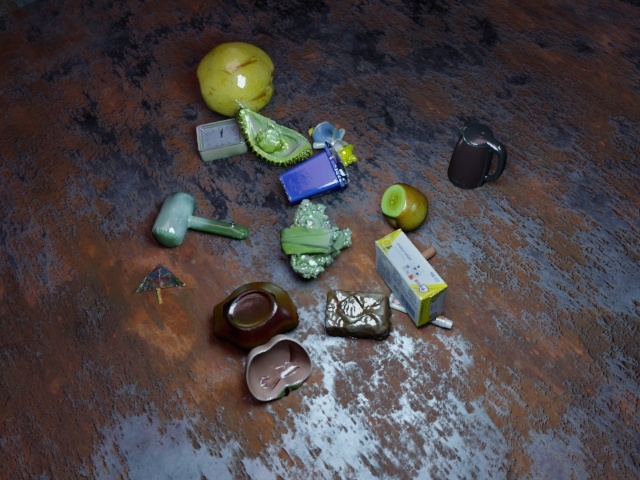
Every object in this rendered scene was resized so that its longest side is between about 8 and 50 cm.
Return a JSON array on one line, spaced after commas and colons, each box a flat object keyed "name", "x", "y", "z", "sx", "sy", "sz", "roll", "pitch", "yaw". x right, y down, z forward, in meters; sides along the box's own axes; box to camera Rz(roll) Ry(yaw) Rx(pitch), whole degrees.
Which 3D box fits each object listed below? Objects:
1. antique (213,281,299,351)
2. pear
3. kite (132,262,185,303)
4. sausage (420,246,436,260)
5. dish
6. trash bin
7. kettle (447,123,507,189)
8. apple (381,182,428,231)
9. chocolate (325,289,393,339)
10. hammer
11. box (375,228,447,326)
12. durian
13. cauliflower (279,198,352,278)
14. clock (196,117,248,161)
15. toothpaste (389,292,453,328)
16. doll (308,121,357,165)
[{"name": "antique", "x": -0.209, "y": 0.241, "z": 1.583, "sx": 0.277, "sy": 0.129, "sz": 0.224, "roll": -4, "pitch": 62, "yaw": 5}, {"name": "pear", "x": -0.341, "y": -0.649, "z": 2.020, "sx": 0.313, "sy": 0.314, "sz": 0.315, "roll": -2, "pitch": 60, "yaw": 3}, {"name": "kite", "x": -0.562, "y": 0.149, "z": 1.733, "sx": 0.189, "sy": 0.010, "sz": 0.159, "roll": -8, "pitch": 61, "yaw": 2}, {"name": "sausage", "x": 0.358, "y": 0.052, "z": 1.701, "sx": 0.083, "sy": 0.034, "sz": 0.034, "roll": -32, "pitch": 63, "yaw": -14}, {"name": "dish", "x": -0.139, "y": 0.372, "z": 1.504, "sx": 0.213, "sy": 0.214, "sz": 0.090, "roll": -30, "pitch": 29, "yaw": -12}, {"name": "trash bin", "x": -0.027, "y": -0.235, "z": 1.814, "sx": 0.234, "sy": 0.162, "sz": 0.184, "roll": -24, "pitch": 85, "yaw": 1}, {"name": "kettle", "x": 0.558, "y": -0.291, "z": 1.769, "sx": 0.144, "sy": 0.232, "sz": 0.202, "roll": -37, "pitch": 64, "yaw": -15}, {"name": "apple", "x": 0.292, "y": -0.112, "z": 1.728, "sx": 0.147, "sy": 0.163, "sz": 0.146, "roll": -55, "pitch": 27, "yaw": -12}, {"name": "chocolate", "x": 0.123, "y": 0.232, "z": 1.579, "sx": 0.213, "sy": 0.093, "sz": 0.149, "roll": 0, "pitch": 64, "yaw": 8}, {"name": "hammer", "x": -0.423, "y": -0.058, "z": 1.793, "sx": 0.335, "sy": 0.119, "sz": 0.207, "roll": 11, "pitch": 63, "yaw": 3}, {"name": "box", "x": 0.281, "y": 0.117, "z": 1.578, "sx": 0.097, "sy": 0.169, "sz": 0.265, "roll": -24, "pitch": 51, "yaw": -13}, {"name": "durian", "x": -0.181, "y": -0.400, "z": 1.909, "sx": 0.355, "sy": 0.170, "sz": 0.157, "roll": 32, "pitch": 40, "yaw": 9}, {"name": "cauliflower", "x": 0.000, "y": 0.000, "z": 1.631, "sx": 0.315, "sy": 0.239, "sz": 0.257, "roll": -3, "pitch": 49, "yaw": 56}, {"name": "clock", "x": -0.398, "y": -0.410, "z": 2.007, "sx": 0.191, "sy": 0.071, "sz": 0.147, "roll": -12, "pitch": 60, "yaw": -2}, {"name": "toothpaste", "x": 0.320, "y": 0.232, "z": 1.605, "sx": 0.218, "sy": 0.033, "sz": 0.052, "roll": 22, "pitch": 66, "yaw": 21}, {"name": "doll", "x": 0.049, "y": -0.381, "z": 1.939, "sx": 0.135, "sy": 0.099, "sz": 0.241, "roll": -9, "pitch": 51, "yaw": -47}]
